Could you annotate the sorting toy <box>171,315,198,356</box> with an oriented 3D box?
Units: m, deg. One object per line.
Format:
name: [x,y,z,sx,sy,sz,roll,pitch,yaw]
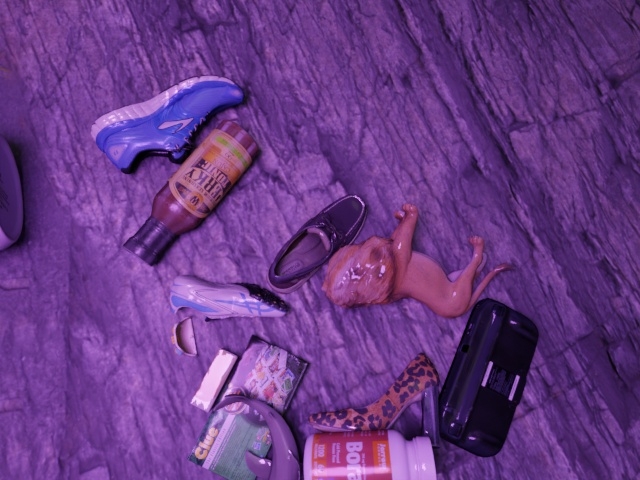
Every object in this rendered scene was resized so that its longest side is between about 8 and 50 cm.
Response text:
sorting toy: [-0.275,0.192,0.854,0.045,0.075,0.083,-11,77,-10]

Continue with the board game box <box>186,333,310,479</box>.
board game box: [-0.138,0.334,0.861,0.136,0.030,0.259,28,74,-2]

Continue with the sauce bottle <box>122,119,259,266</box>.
sauce bottle: [-0.269,-0.099,0.913,0.112,0.111,0.344,34,75,2]

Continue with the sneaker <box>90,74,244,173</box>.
sneaker: [-0.312,-0.247,0.953,0.330,0.130,0.147,-29,96,-10]

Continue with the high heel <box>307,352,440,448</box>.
high heel: [0.111,0.313,0.886,0.262,0.093,0.186,5,56,3]

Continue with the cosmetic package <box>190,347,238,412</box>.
cosmetic package: [-0.206,0.272,0.851,0.041,0.060,0.115,27,72,0]

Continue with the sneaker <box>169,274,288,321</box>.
sneaker: [-0.186,0.129,0.887,0.238,0.085,0.086,11,101,-8]

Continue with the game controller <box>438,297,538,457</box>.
game controller: [0.359,0.289,0.926,0.167,0.067,0.318,31,75,-15]

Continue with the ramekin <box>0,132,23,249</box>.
ramekin: [-0.647,-0.095,0.791,0.127,0.273,0.272,-7,77,-21]

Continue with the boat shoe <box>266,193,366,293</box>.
boat shoe: [0.000,0.000,0.930,0.285,0.092,0.103,-41,84,-15]

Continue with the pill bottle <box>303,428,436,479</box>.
pill bottle: [0.086,0.395,0.753,0.217,0.121,0.121,-6,76,6]

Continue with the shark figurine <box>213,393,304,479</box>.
shark figurine: [-0.077,0.384,0.787,0.167,0.116,0.277,-16,91,-23]

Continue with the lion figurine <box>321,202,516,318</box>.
lion figurine: [0.215,0.079,0.917,0.393,0.142,0.240,22,81,-6]
